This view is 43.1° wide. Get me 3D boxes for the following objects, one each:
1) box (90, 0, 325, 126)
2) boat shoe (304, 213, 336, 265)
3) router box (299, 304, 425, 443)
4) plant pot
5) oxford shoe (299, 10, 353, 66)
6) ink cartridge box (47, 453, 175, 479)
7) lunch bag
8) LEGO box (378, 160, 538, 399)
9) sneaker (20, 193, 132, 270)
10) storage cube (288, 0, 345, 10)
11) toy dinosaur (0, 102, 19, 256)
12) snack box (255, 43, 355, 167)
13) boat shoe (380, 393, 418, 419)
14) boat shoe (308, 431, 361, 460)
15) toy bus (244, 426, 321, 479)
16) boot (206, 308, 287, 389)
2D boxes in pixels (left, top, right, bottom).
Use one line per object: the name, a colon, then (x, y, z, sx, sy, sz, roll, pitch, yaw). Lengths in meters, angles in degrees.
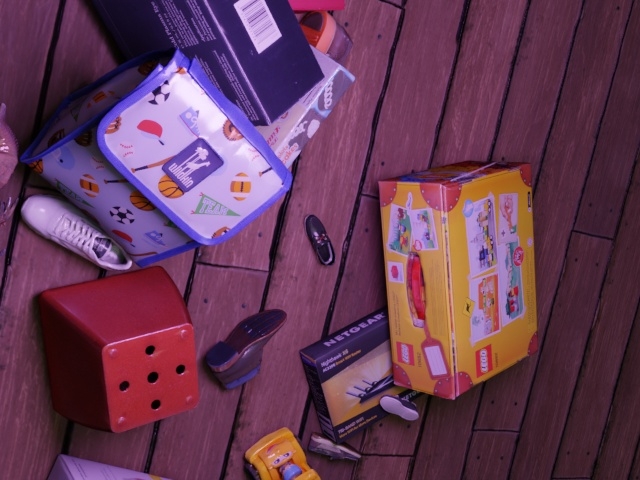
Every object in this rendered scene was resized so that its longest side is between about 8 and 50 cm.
box: (-0.216, -0.388, 1.507, 0.179, 0.312, 0.343, -47, 122, -34)
boat shoe: (0.002, -0.001, 1.901, 0.048, 0.042, 0.133, -29, 112, -21)
router box: (0.120, 0.323, 2.018, 0.308, 0.081, 0.243, -25, 112, -25)
plant pot: (-0.374, 0.230, 1.593, 0.267, 0.235, 0.268, -13, 111, -31)
oxford shoe: (-0.030, -0.310, 1.767, 0.132, 0.130, 0.364, 27, 89, -42)
ink cartridge box: (-0.415, 0.647, 1.718, 0.384, 0.160, 0.279, 25, 88, -32)
lunch bag: (-0.286, -0.149, 1.467, 0.328, 0.385, 0.239, 48, 42, -32)
LEGO box: (0.346, 0.077, 1.973, 0.372, 0.193, 0.501, -15, 105, -43)
sneaker: (-0.469, -0.015, 1.582, 0.235, 0.094, 0.090, 33, 85, -31)
storage cube: (-0.078, -0.561, 1.646, 0.193, 0.183, 0.215, -9, 105, -30)
toy dinosaur: (-0.600, -0.112, 1.438, 0.200, 0.127, 0.296, 31, 101, -34)
snack box: (-0.092, -0.251, 1.654, 0.322, 0.187, 0.060, -52, 139, 7)
boat shoe: (0.195, 0.406, 2.011, 0.125, 0.038, 0.046, 29, 127, -28)
boat shoe: (0.033, 0.524, 2.030, 0.152, 0.056, 0.049, 28, 90, -23)
toy bus: (-0.058, 0.579, 1.892, 0.149, 0.211, 0.220, -28, 112, -22)
boot: (-0.161, 0.247, 1.852, 0.219, 0.082, 0.106, -33, 138, -26)
